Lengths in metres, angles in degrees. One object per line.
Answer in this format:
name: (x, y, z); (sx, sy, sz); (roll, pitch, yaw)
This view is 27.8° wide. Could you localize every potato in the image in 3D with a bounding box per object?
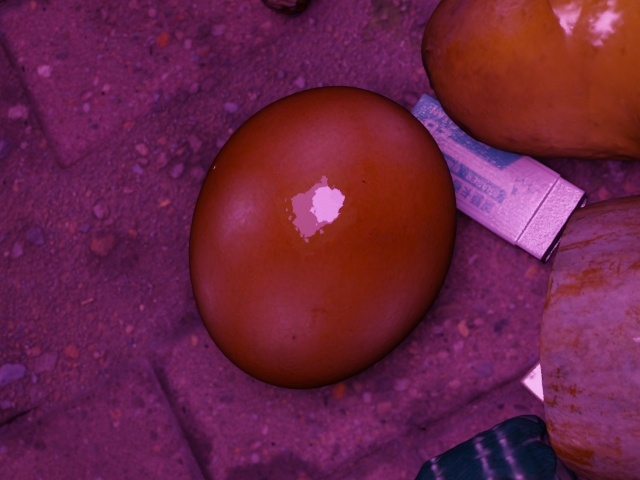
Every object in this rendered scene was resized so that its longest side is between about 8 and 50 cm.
potato: (0.276, -0.159, 1.345); (0.296, 0.290, 0.397); (-26, 53, 9)

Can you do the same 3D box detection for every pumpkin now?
pumpkin: (0.337, 0.098, 1.284); (0.199, 0.332, 0.332); (6, 86, 30)

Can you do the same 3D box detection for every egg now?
egg: (0.000, 0.000, 1.410); (0.283, 0.282, 0.351); (27, 116, 17)

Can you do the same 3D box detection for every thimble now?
thimble: (0.216, 0.328, 1.321); (0.167, 0.288, 0.254); (-32, 119, 9)

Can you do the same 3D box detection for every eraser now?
eraser: (0.186, -0.072, 1.488); (0.225, 0.052, 0.095); (34, 92, 18)

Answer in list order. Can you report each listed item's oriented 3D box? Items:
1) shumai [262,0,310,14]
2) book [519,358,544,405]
shumai: (-0.031, -0.387, 1.536); (0.176, 0.166, 0.206); (-30, 101, 3)
book: (0.396, 0.182, 1.418); (0.295, 0.020, 0.208); (44, 97, 16)
